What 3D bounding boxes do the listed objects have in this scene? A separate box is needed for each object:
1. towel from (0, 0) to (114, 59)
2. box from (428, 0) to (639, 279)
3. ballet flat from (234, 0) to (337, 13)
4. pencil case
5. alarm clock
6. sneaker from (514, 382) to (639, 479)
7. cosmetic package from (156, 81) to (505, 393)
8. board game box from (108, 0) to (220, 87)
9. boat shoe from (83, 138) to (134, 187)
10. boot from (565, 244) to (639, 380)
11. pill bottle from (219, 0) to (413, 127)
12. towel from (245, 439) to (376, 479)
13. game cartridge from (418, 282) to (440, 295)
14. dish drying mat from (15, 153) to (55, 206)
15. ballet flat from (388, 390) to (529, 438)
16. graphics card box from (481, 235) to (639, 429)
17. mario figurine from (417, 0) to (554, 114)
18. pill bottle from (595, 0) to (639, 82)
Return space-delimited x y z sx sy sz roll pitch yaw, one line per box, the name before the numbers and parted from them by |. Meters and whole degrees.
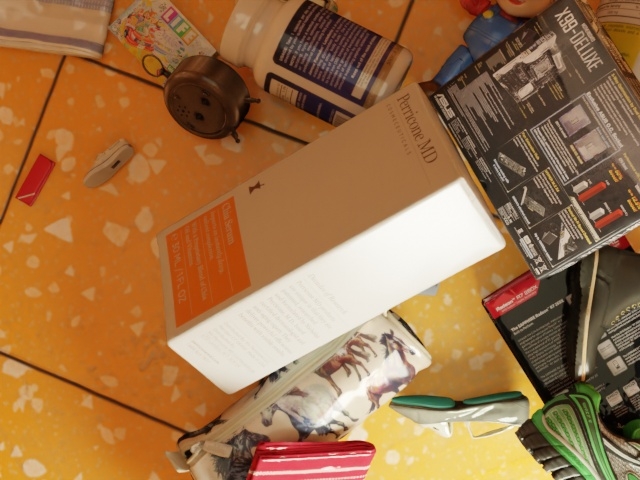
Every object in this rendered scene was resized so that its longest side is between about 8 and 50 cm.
towel | -0.432 -0.443 1.534 0.209 0.034 0.285 10 89 5
box | 0.323 -0.138 1.271 0.242 0.076 0.307 -36 76 30
ballet flat | -0.056 -0.379 1.484 0.168 0.052 0.057 6 87 6
pencil case | -0.026 0.239 1.398 0.410 0.183 0.160 -41 60 4
alarm clock | -0.194 -0.227 1.451 0.192 0.129 0.064 33 50 -1
sneaker | 0.439 0.337 1.283 0.343 0.134 0.146 43 93 5
cosmetic package | 0.000 0.000 1.332 0.453 0.161 0.230 -30 42 12
board game box | -0.252 -0.321 1.515 0.103 0.026 0.154 -44 85 3
boat shoe | -0.346 -0.127 1.520 0.100 0.035 0.035 -42 58 7
boot | 0.422 0.104 1.323 0.137 0.077 0.197 6 89 0
pill bottle | -0.008 -0.272 1.420 0.265 0.153 0.153 27 91 2
towel | -0.045 0.400 1.375 0.199 0.031 0.274 5 119 -30
game cartridge | 0.162 0.044 1.469 0.056 0.017 0.083 4 89 9
dish drying mat | -0.466 -0.098 1.541 0.032 0.008 0.083 30 92 7
ballet flat | 0.211 0.269 1.431 0.213 0.072 0.068 -4 92 5
graphics card box | 0.432 0.187 1.399 0.233 0.094 0.371 -32 85 4
mario figurine | 0.263 -0.322 1.387 0.198 0.170 0.320 23 100 -28
pill bottle | 0.477 -0.274 1.359 0.188 0.188 0.334 22 91 6
